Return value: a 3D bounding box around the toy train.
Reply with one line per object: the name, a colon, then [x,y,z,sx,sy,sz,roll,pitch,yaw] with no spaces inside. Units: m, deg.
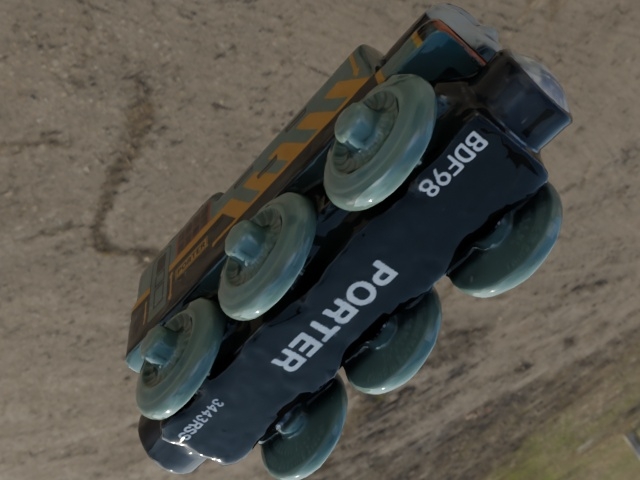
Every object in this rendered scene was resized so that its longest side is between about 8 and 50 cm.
toy train: [0.000,0.000,0.507,0.142,0.190,0.334,32,115,-27]
